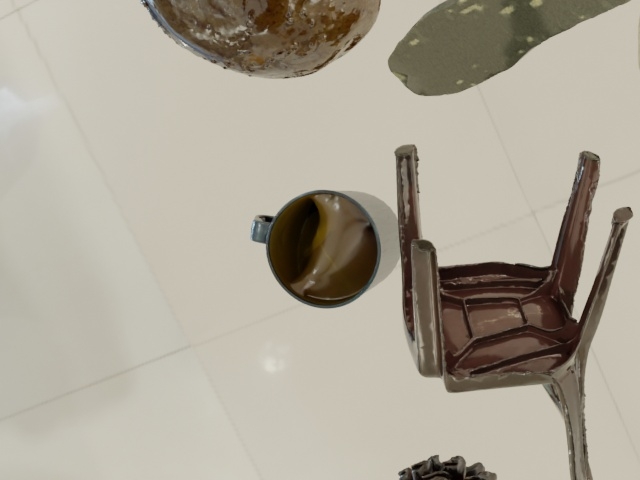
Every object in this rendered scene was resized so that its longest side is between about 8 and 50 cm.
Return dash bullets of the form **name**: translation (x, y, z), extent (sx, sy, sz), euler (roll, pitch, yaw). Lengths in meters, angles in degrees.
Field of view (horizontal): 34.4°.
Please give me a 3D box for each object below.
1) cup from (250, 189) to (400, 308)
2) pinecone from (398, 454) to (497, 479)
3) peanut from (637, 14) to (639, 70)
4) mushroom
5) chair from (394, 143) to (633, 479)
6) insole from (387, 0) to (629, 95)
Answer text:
- **cup**: translation (0.008, -0.007, 1.065), extent (0.150, 0.138, 0.113), euler (41, 103, 9)
- **pinecone**: translation (0.176, 0.398, 1.435), extent (0.221, 0.221, 0.222), euler (3, 108, 10)
- **peanut**: translation (0.377, -0.246, 1.007), extent (0.147, 0.147, 0.306), euler (2, 68, 10)
- **mushroom**: translation (-0.031, -0.132, 0.462), extent (0.127, 0.087, 0.127), euler (19, 136, 19)
- **chair**: translation (0.166, 0.088, 0.944), extent (0.183, 0.176, 0.327), euler (-4, 123, 0)
- **insole**: translation (0.140, -0.168, 0.790), extent (0.081, 0.011, 0.248), euler (37, 147, -24)
